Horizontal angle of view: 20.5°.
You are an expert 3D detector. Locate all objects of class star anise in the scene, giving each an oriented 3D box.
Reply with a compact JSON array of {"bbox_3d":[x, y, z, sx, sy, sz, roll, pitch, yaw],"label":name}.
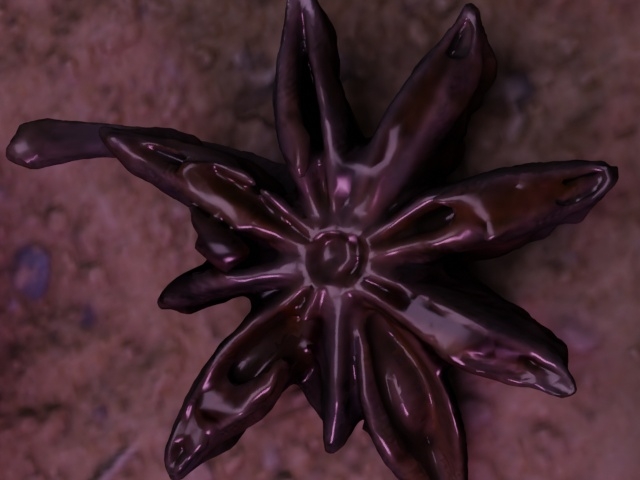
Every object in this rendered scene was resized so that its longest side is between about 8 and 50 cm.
[{"bbox_3d":[0.000,0.000,0.684,0.209,0.089,0.231,-45,77,5],"label":"star anise"}]
